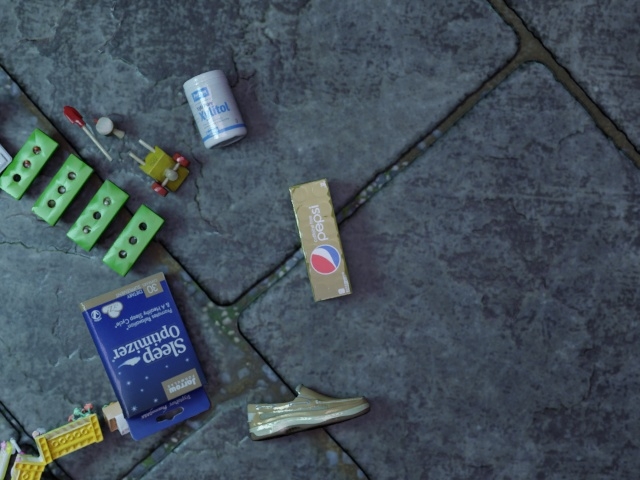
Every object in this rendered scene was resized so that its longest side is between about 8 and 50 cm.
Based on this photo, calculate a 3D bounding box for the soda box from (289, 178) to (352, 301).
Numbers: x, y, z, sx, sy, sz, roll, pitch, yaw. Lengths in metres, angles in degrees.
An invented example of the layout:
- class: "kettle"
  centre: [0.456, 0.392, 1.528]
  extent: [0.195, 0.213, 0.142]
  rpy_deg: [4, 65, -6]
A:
- class: "soda box"
  centre: [0.000, 0.000, 1.728]
  extent: [0.061, 0.058, 0.181]
  rpy_deg: [-13, 87, 0]

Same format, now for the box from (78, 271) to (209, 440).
- class: "box"
  centre: [-0.262, 0.175, 1.712]
  extent: [0.136, 0.036, 0.225]
  rpy_deg: [-22, 89, -24]

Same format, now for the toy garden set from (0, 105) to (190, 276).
- class: "toy garden set"
  centre: [-0.339, -0.096, 1.741]
  extent: [0.244, 0.049, 0.204]
  rpy_deg: [36, 90, 2]

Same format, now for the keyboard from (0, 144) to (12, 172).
- class: "keyboard"
  centre: [-0.583, -0.058, 1.738]
  extent: [0.256, 0.014, 0.072]
  rpy_deg: [-45, 64, 3]

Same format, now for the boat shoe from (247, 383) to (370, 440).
- class: "boat shoe"
  centre: [-0.021, 0.253, 1.719]
  extent: [0.190, 0.068, 0.072]
  rpy_deg: [-12, 76, 0]

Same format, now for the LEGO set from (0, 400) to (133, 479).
- class: "LEGO set"
  centre: [-0.414, 0.327, 1.717]
  extent: [0.132, 0.107, 0.287]
  rpy_deg: [41, 83, -33]

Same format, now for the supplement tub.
- class: "supplement tub"
  centre: [-0.162, -0.200, 1.731]
  extent: [0.071, 0.071, 0.107]
  rpy_deg: [-22, 88, -1]
